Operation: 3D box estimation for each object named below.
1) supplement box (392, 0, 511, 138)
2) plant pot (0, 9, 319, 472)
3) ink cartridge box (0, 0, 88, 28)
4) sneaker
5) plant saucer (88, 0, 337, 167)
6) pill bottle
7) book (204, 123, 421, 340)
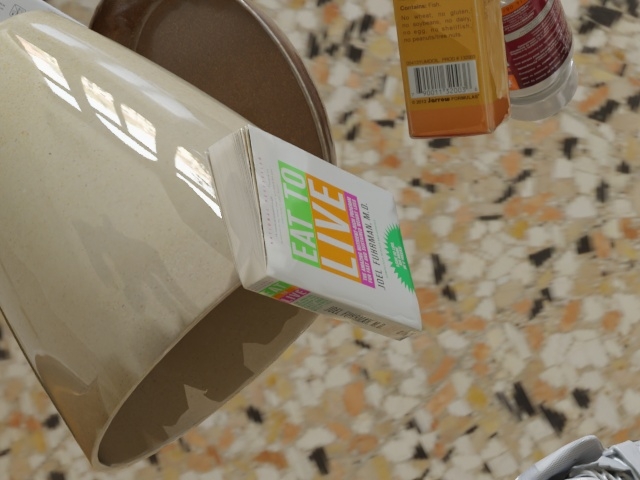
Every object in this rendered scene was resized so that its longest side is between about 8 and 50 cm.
[{"bbox_3d":[0.104,-0.205,1.287,0.080,0.078,0.233,-1,103,20],"label":"supplement box"},{"bbox_3d":[-0.145,-0.025,1.097,0.274,0.256,0.256,47,108,14],"label":"plant pot"},{"bbox_3d":[-0.358,-0.160,1.562,0.223,0.045,0.224,31,73,-22],"label":"ink cartridge box"},{"bbox_3d":[0.309,0.279,1.628,0.137,0.366,0.210,64,155,17],"label":"sneaker"},{"bbox_3d":[-0.091,-0.094,1.358,0.310,0.050,0.311,25,128,37],"label":"plant saucer"},{"bbox_3d":[0.207,-0.233,1.690,0.121,0.221,0.121,-12,54,17],"label":"pill bottle"},{"bbox_3d":[0.000,0.000,0.913,0.035,0.144,0.096,-29,59,30],"label":"book"}]
